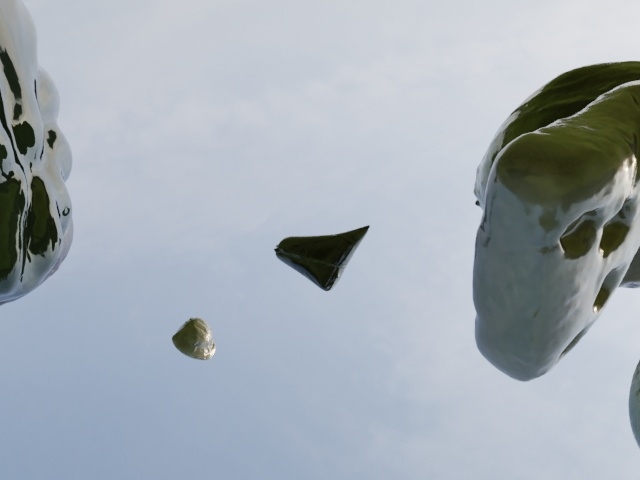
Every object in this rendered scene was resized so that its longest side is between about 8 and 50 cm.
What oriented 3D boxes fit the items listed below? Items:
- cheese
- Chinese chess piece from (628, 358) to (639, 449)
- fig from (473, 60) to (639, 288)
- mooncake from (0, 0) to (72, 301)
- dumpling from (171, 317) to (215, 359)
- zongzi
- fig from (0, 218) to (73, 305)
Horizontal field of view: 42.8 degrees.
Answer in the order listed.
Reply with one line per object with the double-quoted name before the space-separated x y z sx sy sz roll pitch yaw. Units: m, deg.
"cheese" 0.302 -0.007 0.935 0.351 0.328 0.130 -27 -133 -38
"Chinese chess piece" 0.305 0.123 0.625 0.144 0.144 0.058 -18 -168 -16
"fig" 0.395 -0.094 1.190 0.344 0.343 0.343 -4 -144 3
"mooncake" -0.314 -0.116 0.603 0.188 0.351 0.351 -18 -144 1
"dumpling" -0.163 0.132 1.082 0.043 0.059 0.077 -33 175 0
"zongzi" 0.000 0.000 1.147 0.104 0.113 0.052 33 -167 13
"fig" -0.479 -0.002 1.184 0.235 0.214 0.235 5 -170 -1
